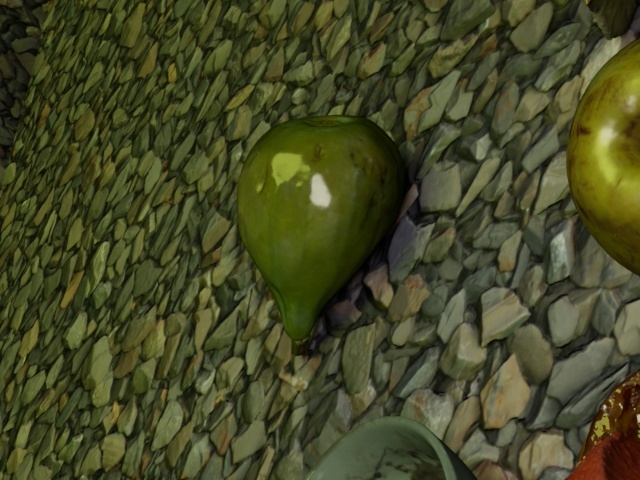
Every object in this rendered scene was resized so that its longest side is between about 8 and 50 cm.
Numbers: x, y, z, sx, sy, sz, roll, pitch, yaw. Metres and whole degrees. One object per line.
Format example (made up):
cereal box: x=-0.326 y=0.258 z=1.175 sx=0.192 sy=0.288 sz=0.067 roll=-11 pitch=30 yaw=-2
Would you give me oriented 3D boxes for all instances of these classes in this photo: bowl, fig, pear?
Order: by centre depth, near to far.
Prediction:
pear: x=0.353 y=-0.078 z=1.320 sx=0.283 sy=0.283 sz=0.283 roll=-39 pitch=35 yaw=35
bowl: x=0.088 y=0.341 z=1.502 sx=0.289 sy=0.146 sz=0.289 roll=-36 pitch=38 yaw=35
fig: x=0.010 y=-0.018 z=1.934 sx=0.233 sy=0.233 sz=0.314 roll=-22 pitch=75 yaw=50

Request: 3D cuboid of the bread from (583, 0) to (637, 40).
bread: x=0.376 y=-0.430 z=1.677 sx=0.279 sy=0.248 sz=0.315 roll=-25 pitch=72 yaw=9

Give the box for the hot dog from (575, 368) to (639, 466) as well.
hot dog: x=0.317 y=0.200 z=1.314 sx=0.160 sy=0.099 sz=0.227 roll=-4 pitch=59 yaw=57

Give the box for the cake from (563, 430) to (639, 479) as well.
cake: x=0.277 y=0.291 z=1.138 sx=0.151 sy=0.177 sz=0.283 roll=-47 pitch=63 yaw=24
